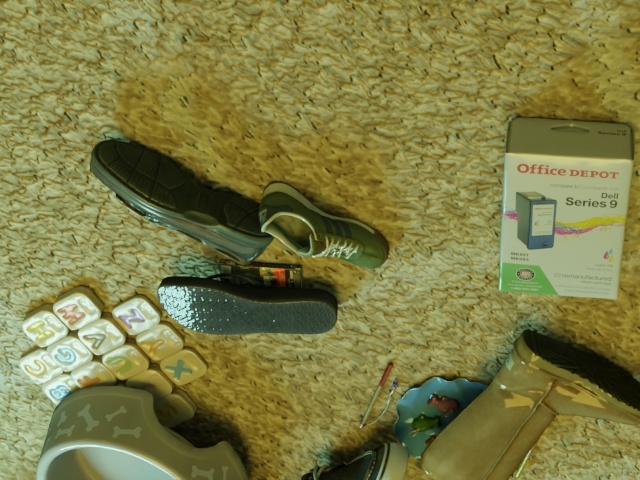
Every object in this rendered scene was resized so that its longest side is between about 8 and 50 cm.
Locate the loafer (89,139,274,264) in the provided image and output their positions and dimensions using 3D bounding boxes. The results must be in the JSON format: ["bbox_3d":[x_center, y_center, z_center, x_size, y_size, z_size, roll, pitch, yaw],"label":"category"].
[{"bbox_3d":[-0.193,-0.041,1.577,0.267,0.096,0.084,26,132,-9],"label":"loafer"}]

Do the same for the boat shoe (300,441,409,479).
[{"bbox_3d":[0.019,0.406,1.817,0.119,0.121,0.335,28,132,-9],"label":"boat shoe"}]

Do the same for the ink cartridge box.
[{"bbox_3d":[0.305,-0.039,1.470,0.154,0.093,0.212,4,124,10],"label":"ink cartridge box"}]

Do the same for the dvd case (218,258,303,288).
[{"bbox_3d":[-0.084,0.068,1.677,0.119,0.013,0.087,3,125,9],"label":"dvd case"}]

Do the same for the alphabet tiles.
[{"bbox_3d":[-0.325,0.196,1.814,0.278,0.021,0.284,-26,116,27],"label":"alphabet tiles"}]

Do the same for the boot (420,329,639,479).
[{"bbox_3d":[0.308,0.270,1.675,0.236,0.089,0.269,28,120,-5],"label":"boot"}]

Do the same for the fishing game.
[{"bbox_3d":[0.195,0.284,1.755,0.264,0.041,0.189,21,124,-3],"label":"fishing game"}]

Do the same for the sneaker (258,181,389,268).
[{"bbox_3d":[0.000,0.000,1.565,0.192,0.086,0.064,29,125,-9],"label":"sneaker"}]

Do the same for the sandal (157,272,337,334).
[{"bbox_3d":[-0.103,0.088,1.662,0.254,0.054,0.097,7,134,-4],"label":"sandal"}]

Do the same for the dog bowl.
[{"bbox_3d":[-0.292,0.390,1.865,0.348,0.102,0.349,11,132,13],"label":"dog bowl"}]
